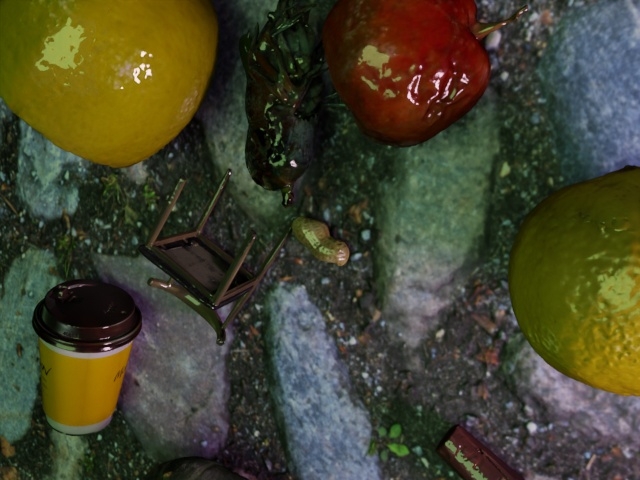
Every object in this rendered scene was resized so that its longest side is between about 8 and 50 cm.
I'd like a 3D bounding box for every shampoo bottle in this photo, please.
[{"bbox_3d":[0.284,0.393,1.065,0.236,0.067,0.068,42,104,12],"label":"shampoo bottle"}]

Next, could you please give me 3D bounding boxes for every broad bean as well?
[{"bbox_3d":[-0.076,-0.201,1.130,0.060,0.043,0.297,-13,95,35],"label":"broad bean"}]

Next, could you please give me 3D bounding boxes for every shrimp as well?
[{"bbox_3d":[-0.031,-0.255,1.060,0.137,0.172,0.371,13,87,42],"label":"shrimp"}]

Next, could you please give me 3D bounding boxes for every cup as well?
[{"bbox_3d":[-0.452,0.227,1.308,0.197,0.196,0.279,23,115,19],"label":"cup"}]

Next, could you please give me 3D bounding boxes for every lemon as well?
[{"bbox_3d":[-0.316,-0.315,1.060,0.365,0.364,0.363,5,102,23],"label":"lemon"},{"bbox_3d":[0.371,0.051,0.853,0.293,0.293,0.292,5,102,23],"label":"lemon"}]

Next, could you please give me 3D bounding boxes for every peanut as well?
[{"bbox_3d":[0.000,0.000,1.130,0.113,0.054,0.054,40,113,10],"label":"peanut"}]

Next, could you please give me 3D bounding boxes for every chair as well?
[{"bbox_3d":[-0.195,0.040,1.159,0.188,0.166,0.272,37,112,14],"label":"chair"}]

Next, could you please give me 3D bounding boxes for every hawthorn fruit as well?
[{"bbox_3d":[0.146,-0.259,0.923,0.272,0.242,0.241,-20,91,15],"label":"hawthorn fruit"}]

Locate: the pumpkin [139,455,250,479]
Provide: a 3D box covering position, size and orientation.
[{"bbox_3d":[-0.205,0.552,1.211,0.328,0.257,0.291,38,100,21],"label":"pumpkin"}]
